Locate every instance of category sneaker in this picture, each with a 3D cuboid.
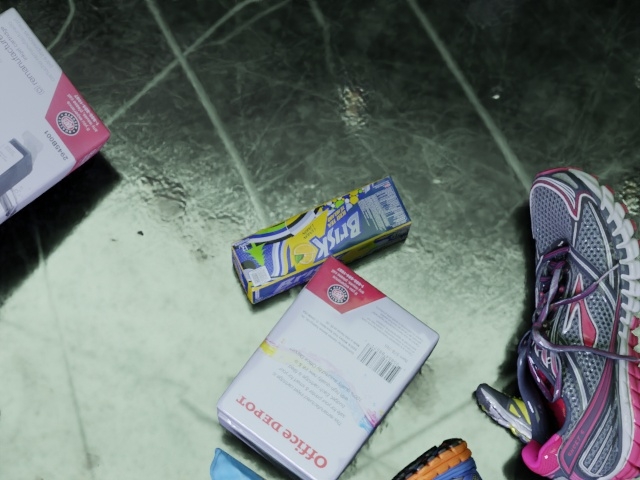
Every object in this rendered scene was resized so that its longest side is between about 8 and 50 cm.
[{"bbox_3d":[0.066,0.276,1.473,0.221,0.083,0.087,-36,88,-7],"label":"sneaker"},{"bbox_3d":[0.185,0.161,1.533,0.083,0.031,0.035,41,71,-1],"label":"sneaker"},{"bbox_3d":[0.235,0.075,1.495,0.112,0.121,0.299,0,74,-22],"label":"sneaker"}]

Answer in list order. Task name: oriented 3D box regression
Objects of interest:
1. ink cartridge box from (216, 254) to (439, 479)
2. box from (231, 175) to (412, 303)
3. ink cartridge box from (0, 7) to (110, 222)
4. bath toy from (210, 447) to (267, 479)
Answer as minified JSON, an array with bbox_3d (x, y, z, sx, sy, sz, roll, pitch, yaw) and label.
[{"bbox_3d":[0.004,0.130,1.480,0.128,0.127,0.176,37,77,6],"label":"ink cartridge box"},{"bbox_3d":[0.000,0.000,1.548,0.169,0.059,0.054,-23,77,-8],"label":"box"},{"bbox_3d":[-0.331,-0.090,1.496,0.218,0.092,0.158,-40,96,-26],"label":"ink cartridge box"},{"bbox_3d":[-0.141,0.359,1.413,0.129,0.151,0.348,37,83,-16],"label":"bath toy"}]
